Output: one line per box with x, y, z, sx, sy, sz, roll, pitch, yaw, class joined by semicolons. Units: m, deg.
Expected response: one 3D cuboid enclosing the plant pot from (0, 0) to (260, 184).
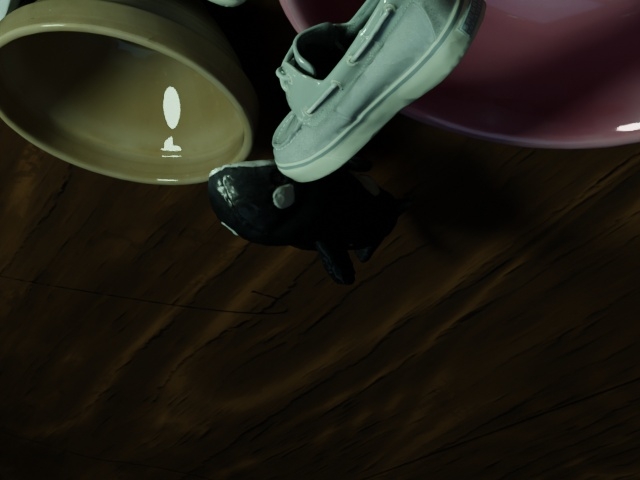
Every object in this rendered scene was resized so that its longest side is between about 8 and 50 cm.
-0.159;-0.152;1.327;0.237;0.109;0.237;11;154;5;plant pot

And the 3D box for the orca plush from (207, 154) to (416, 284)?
0.000;0.000;1.429;0.151;0.102;0.287;-17;165;15;orca plush

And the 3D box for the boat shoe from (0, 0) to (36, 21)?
-0.281;-0.217;1.304;0.076;0.080;0.228;41;153;-4;boat shoe

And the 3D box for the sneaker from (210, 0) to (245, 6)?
-0.117;-0.230;1.215;0.152;0.058;0.084;14;159;-12;sneaker

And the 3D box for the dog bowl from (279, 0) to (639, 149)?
0.145;-0.209;1.044;0.408;0.150;0.408;10;152;5;dog bowl

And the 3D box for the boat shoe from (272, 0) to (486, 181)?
0.017;-0.116;1.044;0.081;0.079;0.227;32;144;-16;boat shoe
